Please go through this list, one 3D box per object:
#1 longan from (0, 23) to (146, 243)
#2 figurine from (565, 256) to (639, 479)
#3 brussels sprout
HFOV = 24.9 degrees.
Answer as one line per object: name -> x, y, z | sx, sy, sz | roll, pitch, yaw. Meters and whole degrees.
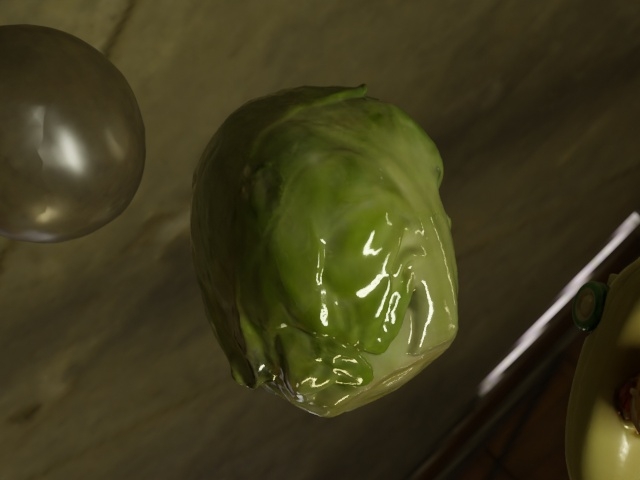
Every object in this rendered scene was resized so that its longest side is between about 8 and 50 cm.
longan -> -0.244, -0.091, 1.231 | 0.198, 0.198, 0.212 | -44, 131, -2
figurine -> 0.367, 0.161, 1.588 | 0.222, 0.124, 0.324 | 19, -86, 66
brussels sprout -> 0.000, 0.000, 1.435 | 0.247, 0.328, 0.328 | -19, 155, -23
